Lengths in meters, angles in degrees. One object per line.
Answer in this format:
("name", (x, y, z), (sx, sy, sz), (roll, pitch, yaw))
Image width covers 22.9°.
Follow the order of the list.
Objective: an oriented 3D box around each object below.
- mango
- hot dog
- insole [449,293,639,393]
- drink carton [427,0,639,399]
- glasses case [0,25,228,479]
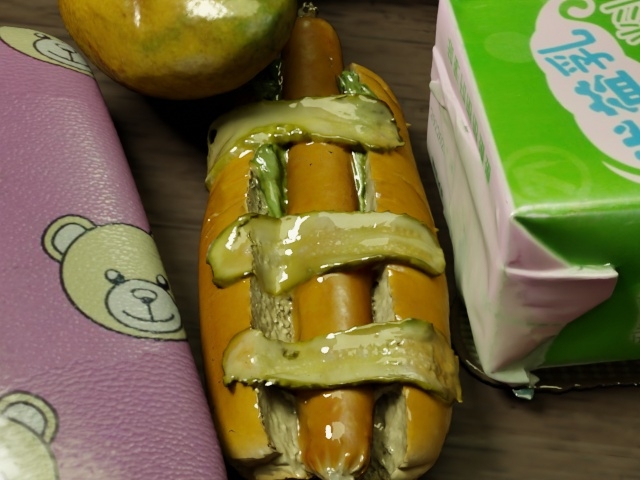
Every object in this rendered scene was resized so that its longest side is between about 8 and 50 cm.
("mango", (-0.069, -0.120, 0.752), (0.115, 0.089, 0.165), (-29, 45, 12))
("hot dog", (0.000, 0.000, 0.707), (0.109, 0.072, 0.269), (0, 52, -6))
("insole", (0.184, 0.040, 0.725), (0.253, 0.005, 0.086), (-2, 50, -5))
("drink carton", (0.192, -0.033, 0.715), (0.271, 0.108, 0.161), (-4, 45, -5))
("glasses case", (-0.130, 0.021, 0.676), (0.123, 0.076, 0.316), (-10, 50, -16))
